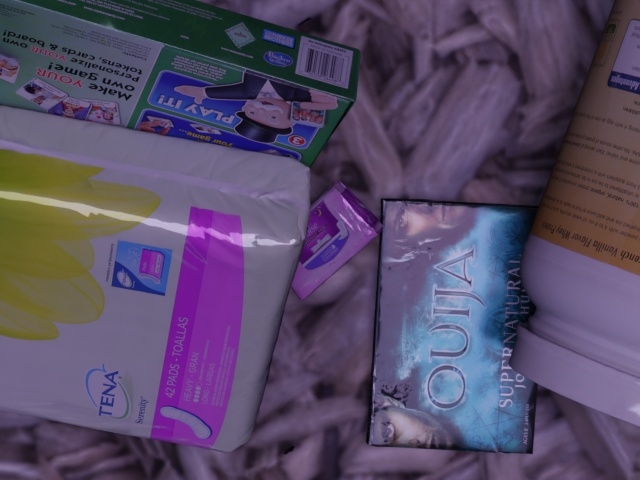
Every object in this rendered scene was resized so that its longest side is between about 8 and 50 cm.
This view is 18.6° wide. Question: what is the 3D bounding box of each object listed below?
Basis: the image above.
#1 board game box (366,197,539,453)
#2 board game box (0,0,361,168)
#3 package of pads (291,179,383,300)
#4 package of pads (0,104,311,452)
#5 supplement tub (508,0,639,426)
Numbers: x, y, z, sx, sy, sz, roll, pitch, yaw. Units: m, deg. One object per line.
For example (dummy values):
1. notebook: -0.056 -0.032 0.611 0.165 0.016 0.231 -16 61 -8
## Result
1. board game box: 0.102 0.064 1.457 0.126 0.026 0.186 3 95 -3
2. board game box: -0.157 -0.101 1.326 0.317 0.213 0.046 16 59 -12
3. package of pads: 0.000 0.000 1.434 0.083 0.032 0.050 -42 92 19
4. package of pads: -0.171 0.026 1.356 0.296 0.101 0.229 11 134 -4
5. supplement tub: 0.273 -0.027 1.355 0.228 0.228 0.316 20 94 -4
